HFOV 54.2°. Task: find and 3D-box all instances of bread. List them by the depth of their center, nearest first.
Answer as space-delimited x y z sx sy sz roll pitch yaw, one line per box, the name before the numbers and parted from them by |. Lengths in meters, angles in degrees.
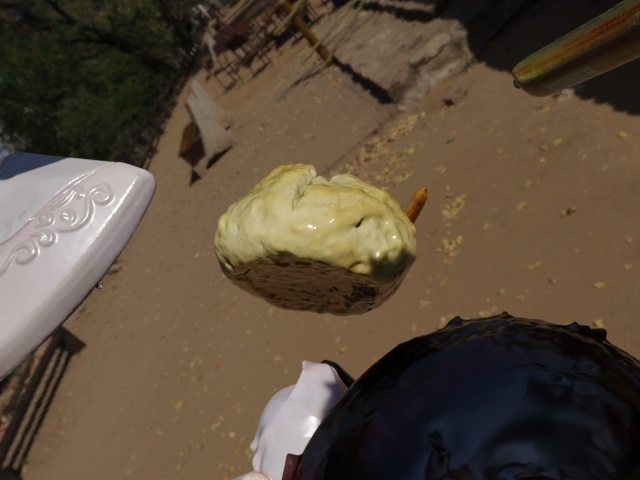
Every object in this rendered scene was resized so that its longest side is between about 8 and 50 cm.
bread | 0.000 0.000 0.724 0.244 0.244 0.134 -19 54 45

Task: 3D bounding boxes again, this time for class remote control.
remote control | 0.086 0.290 1.154 0.042 0.222 0.072 -55 15 -12

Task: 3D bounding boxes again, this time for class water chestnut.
water chestnut | 0.139 0.230 0.473 0.350 0.350 0.302 -54 -16 -25

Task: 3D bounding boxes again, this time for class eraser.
eraser | -0.269 0.027 0.524 0.204 0.059 0.243 9 63 32

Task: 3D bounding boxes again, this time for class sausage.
sausage | 0.365 -0.254 0.827 0.082 0.082 0.371 -48 9 -12

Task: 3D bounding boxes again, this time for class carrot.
carrot | 0.141 -0.023 1.079 0.190 0.037 0.037 -58 7 44

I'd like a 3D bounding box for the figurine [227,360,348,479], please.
figurine | -0.036 0.277 0.752 0.133 0.200 0.276 44 113 37
